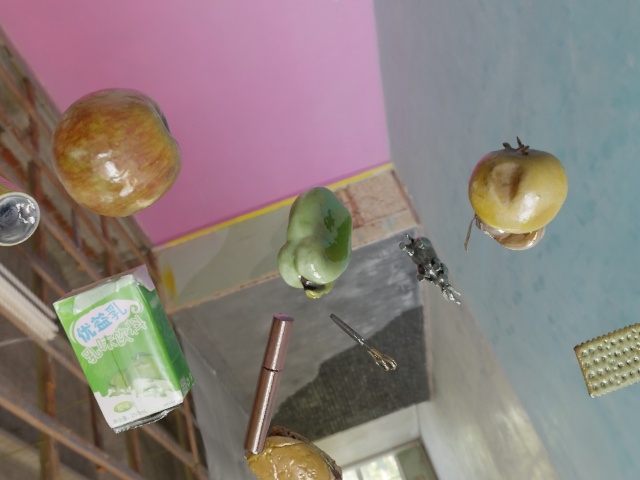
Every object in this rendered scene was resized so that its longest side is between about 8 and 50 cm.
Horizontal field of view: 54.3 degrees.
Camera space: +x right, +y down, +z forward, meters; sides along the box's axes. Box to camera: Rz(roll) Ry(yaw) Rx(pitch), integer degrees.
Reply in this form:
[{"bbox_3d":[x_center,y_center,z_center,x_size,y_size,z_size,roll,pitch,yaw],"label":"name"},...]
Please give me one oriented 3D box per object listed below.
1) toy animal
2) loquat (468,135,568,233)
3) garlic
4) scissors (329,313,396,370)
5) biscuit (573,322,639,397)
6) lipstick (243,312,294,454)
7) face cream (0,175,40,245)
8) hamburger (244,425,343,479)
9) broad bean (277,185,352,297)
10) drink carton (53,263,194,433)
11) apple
[{"bbox_3d":[0.340,0.089,1.901,0.269,0.082,0.137,56,-161,10],"label":"toy animal"},{"bbox_3d":[0.431,-0.117,1.372,0.213,0.213,0.213,161,90,-87],"label":"loquat"},{"bbox_3d":[0.481,-0.070,1.622,0.207,0.257,0.207,27,131,36],"label":"garlic"},{"bbox_3d":[0.109,0.269,1.662,0.220,0.017,0.088,41,158,-3],"label":"scissors"},{"bbox_3d":[0.717,0.286,1.498,0.016,0.203,0.144,151,102,-83],"label":"biscuit"},{"bbox_3d":[-0.130,0.355,1.538,0.057,0.057,0.356,-123,46,-78],"label":"lipstick"},{"bbox_3d":[-0.663,-0.099,1.172,0.349,0.105,0.105,25,147,33],"label":"face cream"},{"bbox_3d":[-0.074,0.666,1.860,0.155,0.282,0.245,-43,-58,-71],"label":"hamburger"},{"bbox_3d":[0.000,0.000,1.149,0.169,0.100,0.228,38,-127,-46],"label":"broad bean"},{"bbox_3d":[-0.353,0.196,1.157,0.108,0.161,0.271,-100,-11,-80],"label":"drink carton"},{"bbox_3d":[-0.424,-0.199,1.358,0.277,0.250,0.309,48,-152,-38],"label":"apple"}]
